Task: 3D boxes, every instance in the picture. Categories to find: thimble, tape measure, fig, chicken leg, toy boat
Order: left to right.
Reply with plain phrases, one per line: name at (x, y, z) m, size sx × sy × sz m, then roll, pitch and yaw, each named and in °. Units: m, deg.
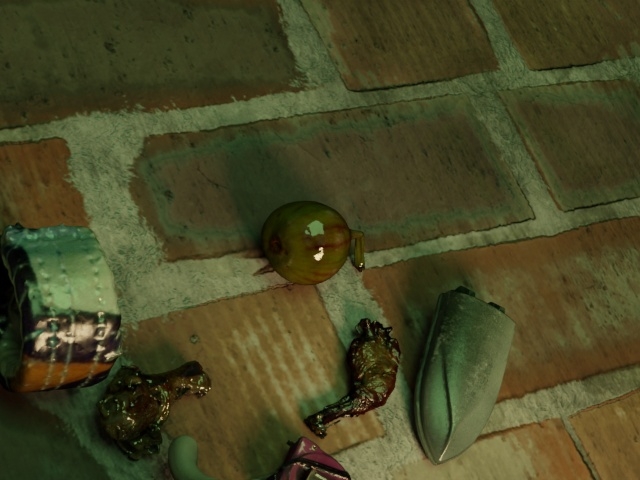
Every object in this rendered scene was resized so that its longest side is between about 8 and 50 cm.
thimble at (-0.376, 0.092, 1.828) m, size 0.150 × 0.237 × 0.237 m, roll -3°, pitch 61°, yaw -31°
chicken leg at (-0.248, 0.229, 1.921) m, size 0.125 × 0.080 × 0.196 m, roll 47°, pitch 40°, yaw -7°
tape measure at (-0.017, 0.365, 1.954) m, size 0.125 × 0.074 × 0.118 m, roll 32°, pitch 50°, yaw -5°
fig at (0.002, 0.001, 2.167) m, size 0.186 × 0.142 × 0.148 m, roll -15°, pitch 94°, yaw -23°
chicken leg at (0.063, 0.227, 2.112) m, size 0.106 × 0.051 × 0.253 m, roll 33°, pitch 49°, yaw 1°
toy boat at (0.227, 0.228, 2.183) m, size 0.141 × 0.092 × 0.319 m, roll 27°, pitch 57°, yaw -12°

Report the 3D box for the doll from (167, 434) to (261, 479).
doll at (-0.187, 0.392, 1.760) m, size 0.159 × 0.242 × 0.311 m, roll 37°, pitch 17°, yaw -45°
